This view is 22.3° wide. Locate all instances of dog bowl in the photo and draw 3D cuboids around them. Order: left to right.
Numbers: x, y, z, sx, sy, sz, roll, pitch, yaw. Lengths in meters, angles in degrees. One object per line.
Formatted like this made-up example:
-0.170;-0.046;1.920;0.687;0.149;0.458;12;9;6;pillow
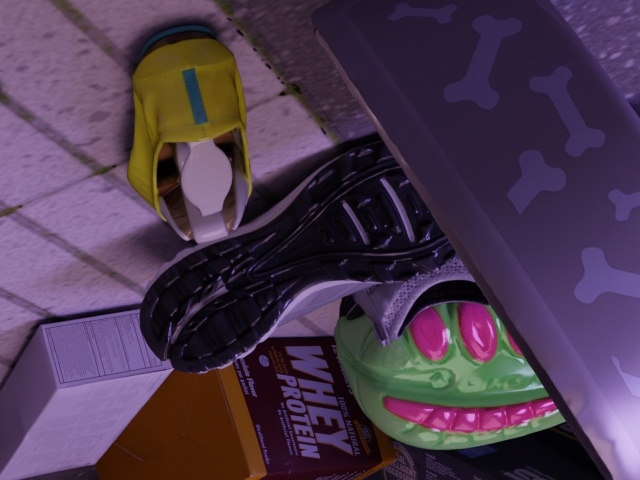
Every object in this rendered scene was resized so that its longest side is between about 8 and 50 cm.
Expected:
0.122;-0.010;0.872;0.102;0.349;0.349;-32;160;3;dog bowl

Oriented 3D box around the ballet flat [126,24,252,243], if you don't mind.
-0.074;-0.043;0.962;0.077;0.077;0.231;-17;161;-8;ballet flat

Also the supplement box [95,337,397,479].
-0.074;0.187;1.509;0.194;0.129;0.191;3;151;-48;supplement box

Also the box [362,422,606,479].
0.243;0.210;1.542;0.318;0.097;0.395;-10;-165;-29;box

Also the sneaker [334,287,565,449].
0.237;0.073;1.399;0.482;0.202;0.185;6;110;-22;sneaker

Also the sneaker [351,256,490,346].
0.149;-0.002;1.226;0.281;0.115;0.105;-21;161;4;sneaker

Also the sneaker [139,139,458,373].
0.000;0.000;1.154;0.271;0.100;0.108;-25;-175;7;sneaker

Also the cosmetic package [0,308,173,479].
-0.206;0.130;1.334;0.098;0.060;0.239;-6;157;-28;cosmetic package
